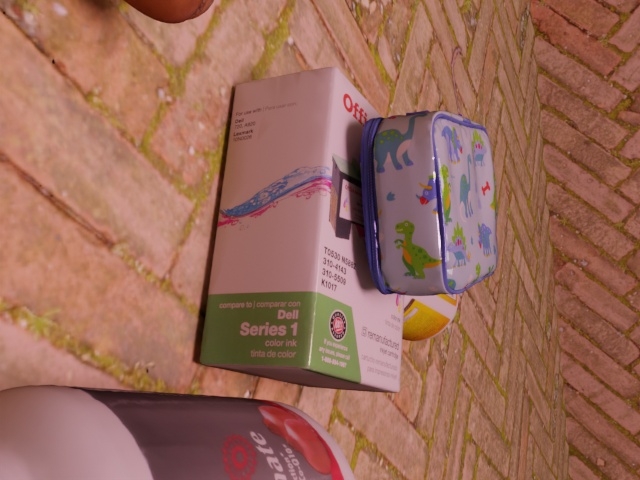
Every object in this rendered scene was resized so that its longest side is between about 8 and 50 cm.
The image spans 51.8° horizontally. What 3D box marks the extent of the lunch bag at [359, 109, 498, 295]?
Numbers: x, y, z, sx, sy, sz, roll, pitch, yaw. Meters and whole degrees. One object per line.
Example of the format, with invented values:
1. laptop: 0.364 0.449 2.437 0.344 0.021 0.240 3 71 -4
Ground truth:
1. lunch bag: 0.115 -0.040 0.657 0.219 0.090 0.176 -11 98 -62

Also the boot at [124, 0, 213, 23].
1. boot: -0.184 -0.183 0.350 0.283 0.109 0.220 54 41 -42

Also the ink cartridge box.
1. ink cartridge box: 0.000 0.000 0.659 0.201 0.117 0.278 31 59 -56

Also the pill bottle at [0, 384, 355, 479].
1. pill bottle: -0.117 0.172 0.366 0.318 0.176 0.176 26 64 -58

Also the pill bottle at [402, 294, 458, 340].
1. pill bottle: 0.103 0.063 0.839 0.215 0.117 0.117 29 62 -57
